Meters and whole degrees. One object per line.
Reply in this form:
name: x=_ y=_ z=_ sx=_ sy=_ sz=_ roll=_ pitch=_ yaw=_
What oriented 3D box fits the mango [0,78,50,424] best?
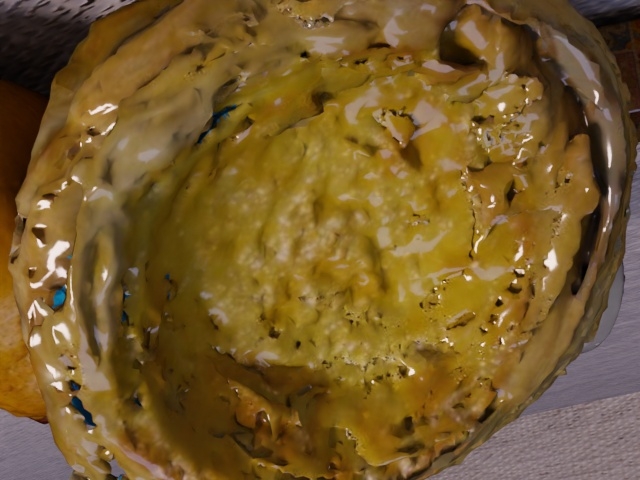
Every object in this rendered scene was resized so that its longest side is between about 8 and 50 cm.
mango: x=-0.171 y=-0.006 z=0.653 sx=0.187 sy=0.138 sz=0.257 roll=7 pitch=162 yaw=-2

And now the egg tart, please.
egg tart: x=0.000 y=0.000 z=0.630 sx=0.291 sy=0.290 sz=0.107 roll=-2 pitch=-158 yaw=-22

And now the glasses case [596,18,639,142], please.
glasses case: x=0.061 y=-0.062 z=0.722 sx=0.218 sy=0.049 sz=0.075 roll=-10 pitch=171 yaw=8

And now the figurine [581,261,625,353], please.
figurine: x=0.054 y=0.026 z=0.919 sx=0.236 sy=0.132 sz=0.176 roll=-7 pitch=-174 yaw=-30
